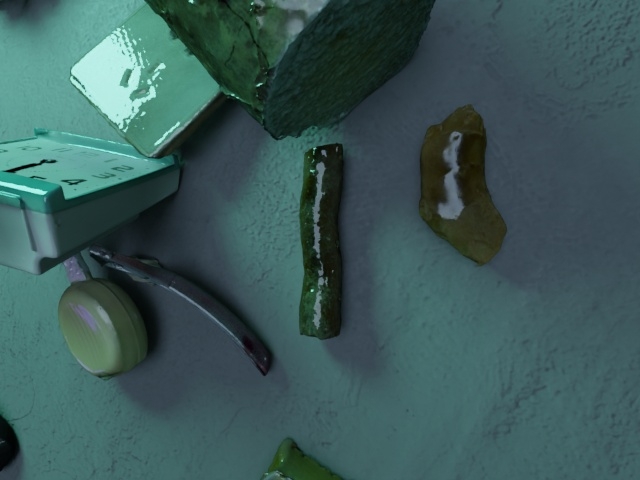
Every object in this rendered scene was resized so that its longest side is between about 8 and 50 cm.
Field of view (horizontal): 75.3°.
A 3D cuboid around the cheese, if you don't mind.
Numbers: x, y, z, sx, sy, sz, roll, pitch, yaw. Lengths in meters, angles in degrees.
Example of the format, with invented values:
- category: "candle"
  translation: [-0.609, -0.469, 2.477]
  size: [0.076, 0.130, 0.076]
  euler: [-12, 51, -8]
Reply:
- category: "cheese"
  translation: [-0.334, 0.091, 0.605]
  size: [0.137, 0.064, 0.227]
  euler: [-16, 99, 28]

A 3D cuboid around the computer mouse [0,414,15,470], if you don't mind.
- category: "computer mouse"
  translation: [-0.619, 0.313, 0.703]
  size: [0.217, 0.073, 0.122]
  euler: [43, 101, 11]

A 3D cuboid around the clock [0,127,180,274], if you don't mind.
- category: "clock"
  translation: [-0.365, -0.066, 0.555]
  size: [0.263, 0.231, 0.116]
  euler: [14, 115, 13]

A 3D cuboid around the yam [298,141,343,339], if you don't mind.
- category: "yam"
  translation: [0.000, 0.000, 0.542]
  size: [0.061, 0.061, 0.252]
  euler: [1, 91, 14]

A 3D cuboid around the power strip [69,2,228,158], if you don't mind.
- category: "power strip"
  translation: [-0.212, -0.231, 0.587]
  size: [0.213, 0.064, 0.198]
  euler: [-43, 79, -2]

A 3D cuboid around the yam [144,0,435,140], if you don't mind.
- category: "yam"
  translation: [-0.070, -0.289, 0.434]
  size: [0.241, 0.241, 0.348]
  euler: [-44, 92, 12]

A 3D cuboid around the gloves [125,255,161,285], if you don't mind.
- category: "gloves"
  translation: [-0.275, 0.045, 0.629]
  size: [0.081, 0.037, 0.044]
  euler: [6, 126, 11]

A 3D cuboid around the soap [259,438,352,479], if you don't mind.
- category: "soap"
  translation: [-0.051, 0.411, 0.559]
  size: [0.135, 0.076, 0.233]
  euler: [28, 97, 11]

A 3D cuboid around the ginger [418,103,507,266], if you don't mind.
- category: "ginger"
  translation: [0.165, -0.062, 0.493]
  size: [0.096, 0.069, 0.190]
  euler: [-5, 91, 19]

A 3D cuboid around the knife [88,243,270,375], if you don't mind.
- category: "knife"
  translation: [-0.174, 0.088, 0.562]
  size: [0.278, 0.123, 0.053]
  euler: [35, 74, -7]
